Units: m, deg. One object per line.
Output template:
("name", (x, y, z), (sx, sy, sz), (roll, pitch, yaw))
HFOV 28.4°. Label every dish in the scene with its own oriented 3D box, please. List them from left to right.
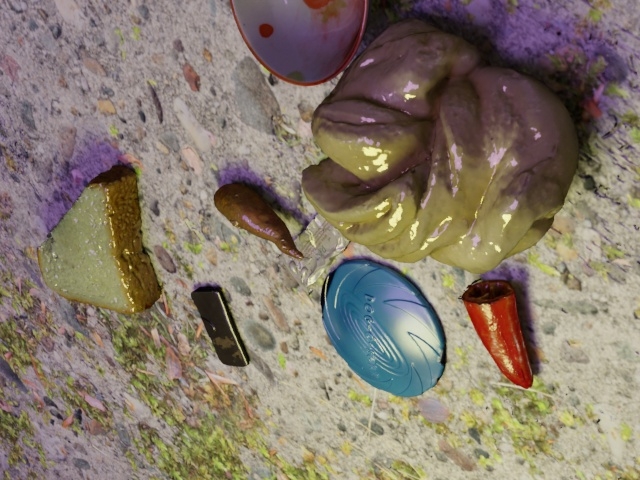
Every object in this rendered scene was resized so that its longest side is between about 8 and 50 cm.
("dish", (-0.008, -0.341, 1.687), (0.260, 0.085, 0.260), (19, 119, 40))

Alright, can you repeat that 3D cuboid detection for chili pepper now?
("chili pepper", (0.264, 0.140, 1.782), (0.088, 0.065, 0.169), (11, 130, 59))

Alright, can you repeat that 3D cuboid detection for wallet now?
("wallet", (-0.178, 0.154, 2.250), (0.082, 0.018, 0.156), (0, 117, 45))

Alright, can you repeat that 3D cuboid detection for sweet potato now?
("sweet potato", (-0.104, -0.039, 1.997), (0.226, 0.068, 0.068), (36, 137, 35))

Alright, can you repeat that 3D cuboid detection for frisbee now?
("frisbee", (0.087, 0.144, 1.966), (0.242, 0.045, 0.242), (23, 129, 32))

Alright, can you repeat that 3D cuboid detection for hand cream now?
("hand cream", (0.003, -0.002, 1.945), (0.084, 0.050, 0.257), (49, 148, 8))

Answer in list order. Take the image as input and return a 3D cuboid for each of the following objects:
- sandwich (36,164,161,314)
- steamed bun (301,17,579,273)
("sandwich", (-0.424, -0.012, 2.313), (0.254, 0.099, 0.288), (18, 128, 35))
("steamed bun", (0.133, -0.106, 1.615), (0.372, 0.230, 0.325), (40, 134, 20))
